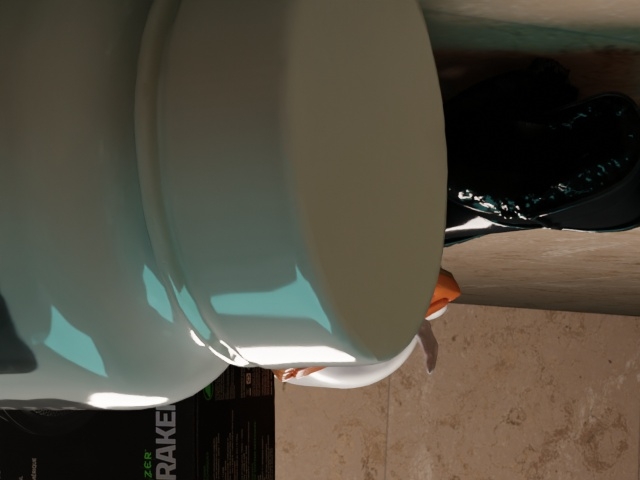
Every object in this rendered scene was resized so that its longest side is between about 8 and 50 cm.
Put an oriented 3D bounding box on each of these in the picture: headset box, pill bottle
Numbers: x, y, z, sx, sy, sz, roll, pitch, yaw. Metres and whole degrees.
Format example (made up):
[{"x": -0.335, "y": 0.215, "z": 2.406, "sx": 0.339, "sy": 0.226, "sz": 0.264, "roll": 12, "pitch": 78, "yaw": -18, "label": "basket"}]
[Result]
[{"x": -0.182, "y": 0.076, "z": 0.949, "sx": 0.283, "sy": 0.246, "sz": 0.131, "roll": -1, "pitch": 176, "yaw": 21, "label": "headset box"}, {"x": -0.141, "y": -0.027, "z": 0.611, "sx": 0.361, "sy": 0.204, "sz": 0.204, "roll": -3, "pitch": 173, "yaw": 23, "label": "pill bottle"}]

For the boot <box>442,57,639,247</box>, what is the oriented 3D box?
[{"x": 0.089, "y": -0.050, "z": 0.880, "sx": 0.247, "sy": 0.094, "sz": 0.207, "roll": 1, "pitch": 174, "yaw": 20, "label": "boot"}]

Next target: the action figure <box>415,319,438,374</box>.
[{"x": -0.043, "y": 0.038, "z": 1.365, "sx": 0.330, "sy": 0.178, "sz": 0.341, "roll": 9, "pitch": 138, "yaw": 4, "label": "action figure"}]

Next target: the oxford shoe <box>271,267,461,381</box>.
[{"x": 0.000, "y": 0.000, "z": 0.853, "sx": 0.130, "sy": 0.132, "sz": 0.363, "roll": -27, "pitch": 169, "yaw": 0, "label": "oxford shoe"}]

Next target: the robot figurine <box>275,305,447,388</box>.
[{"x": 0.004, "y": 0.083, "z": 1.756, "sx": 0.300, "sy": 0.199, "sz": 0.353, "roll": 3, "pitch": 175, "yaw": -14, "label": "robot figurine"}]
